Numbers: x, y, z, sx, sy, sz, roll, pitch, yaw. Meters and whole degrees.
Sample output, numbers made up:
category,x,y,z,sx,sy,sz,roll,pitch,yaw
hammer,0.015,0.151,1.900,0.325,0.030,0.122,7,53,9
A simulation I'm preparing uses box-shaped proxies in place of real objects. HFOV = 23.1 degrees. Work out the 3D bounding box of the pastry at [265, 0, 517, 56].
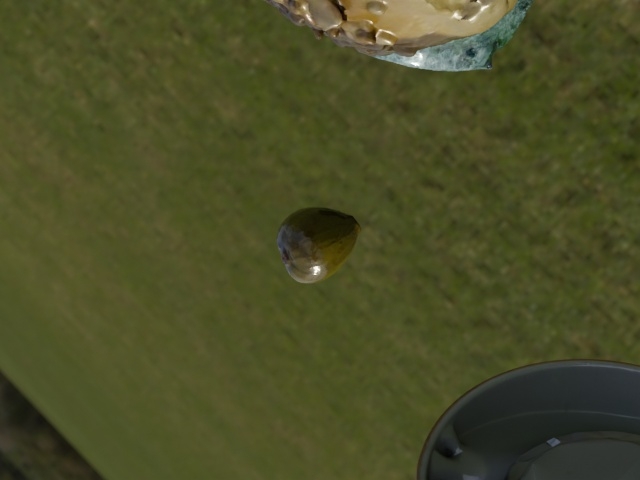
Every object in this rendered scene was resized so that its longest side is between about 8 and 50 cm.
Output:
category,x,y,z,sx,sy,sz,roll,pitch,yaw
pastry,0.006,-0.247,1.080,0.284,0.184,0.315,20,-144,-43

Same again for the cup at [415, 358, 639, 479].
category,x,y,z,sx,sy,sz,roll,pitch,yaw
cup,0.118,0.207,0.788,0.182,0.226,0.264,38,142,37

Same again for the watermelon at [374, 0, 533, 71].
category,x,y,z,sx,sy,sz,roll,pitch,yaw
watermelon,0.144,-0.392,1.836,0.228,0.387,0.258,13,-175,-26

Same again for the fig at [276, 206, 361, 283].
category,x,y,z,sx,sy,sz,roll,pitch,yaw
fig,0.000,0.000,1.549,0.074,0.088,0.074,48,155,32
